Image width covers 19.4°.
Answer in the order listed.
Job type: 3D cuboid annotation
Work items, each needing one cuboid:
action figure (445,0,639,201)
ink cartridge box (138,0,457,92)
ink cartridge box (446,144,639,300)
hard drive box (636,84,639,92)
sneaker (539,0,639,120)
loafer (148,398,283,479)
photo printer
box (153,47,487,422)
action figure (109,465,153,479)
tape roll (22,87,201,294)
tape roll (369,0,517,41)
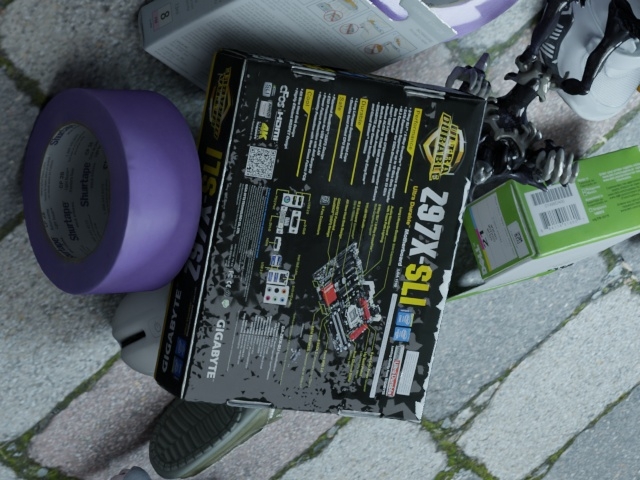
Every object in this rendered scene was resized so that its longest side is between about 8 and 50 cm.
[{"bbox_3d":[0.199,-0.134,1.882,0.276,0.164,0.141,-56,-177,27],"label":"action figure"},{"bbox_3d":[-0.021,-0.202,1.735,0.232,0.066,0.189,-27,146,23],"label":"ink cartridge box"},{"bbox_3d":[0.251,-0.012,2.219,0.188,0.097,0.255,-15,172,-28],"label":"ink cartridge box"},{"bbox_3d":[0.444,-0.236,2.055,0.089,0.181,0.232,-7,133,-33],"label":"hard drive box"},{"bbox_3d":[0.344,-0.228,1.954,0.137,0.210,0.366,-21,140,-20],"label":"sneaker"},{"bbox_3d":[-0.084,0.192,2.144,0.251,0.094,0.087,-38,139,0],"label":"loafer"},{"bbox_3d":[-0.062,0.048,1.913,0.307,0.107,0.256,-22,178,-19],"label":"photo printer"},{"bbox_3d":[0.000,0.000,1.750,0.257,0.079,0.322,7,98,-28],"label":"box"},{"bbox_3d":[-0.147,0.413,2.147,0.370,0.275,0.248,-30,141,-74],"label":"action figure"},{"bbox_3d":[-0.194,-0.045,1.723,0.080,0.189,0.189,-3,131,-38],"label":"tape roll"},{"bbox_3d":[0.115,-0.319,1.771,0.275,0.090,0.275,-22,140,-20],"label":"tape roll"}]
